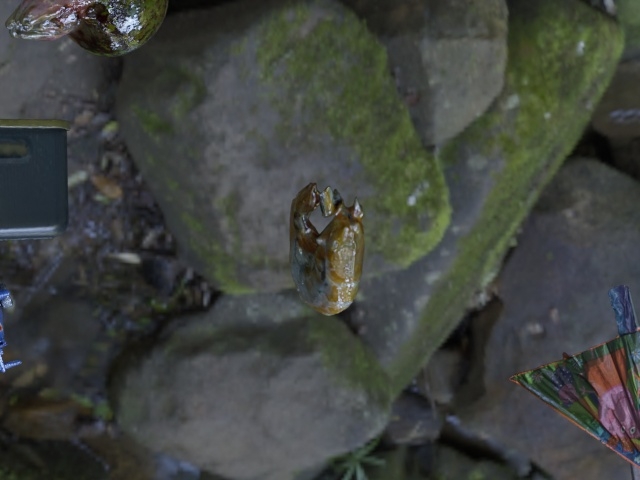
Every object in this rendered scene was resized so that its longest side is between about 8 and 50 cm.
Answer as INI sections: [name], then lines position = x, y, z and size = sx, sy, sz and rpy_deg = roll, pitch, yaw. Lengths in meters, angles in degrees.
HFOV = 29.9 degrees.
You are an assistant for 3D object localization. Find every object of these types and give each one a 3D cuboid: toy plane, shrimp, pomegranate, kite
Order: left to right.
[toy plane]
position = -0.286, 0.079, 1.035
size = 0.054, 0.062, 0.167
rpy_deg = -21, 164, -16
[pomegranate]
position = -0.224, -0.244, 1.173
size = 0.125, 0.163, 0.138
rpy_deg = -34, 89, 31
[shrimp]
position = -0.003, 0.002, 1.298
size = 0.051, 0.132, 0.187
rpy_deg = -26, 151, -34
[kite]
position = 0.349, 0.166, 1.335
size = 0.321, 0.234, 0.016
rpy_deg = -16, -178, -29

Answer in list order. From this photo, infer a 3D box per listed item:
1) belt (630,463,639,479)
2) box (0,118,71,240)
[belt]
position = 0.527, 0.256, 1.517
size = 0.324, 0.227, 0.115
rpy_deg = -45, 163, 2
[box]
position = -0.294, -0.041, 0.921
size = 0.201, 0.090, 0.144
rpy_deg = -2, -179, 44
